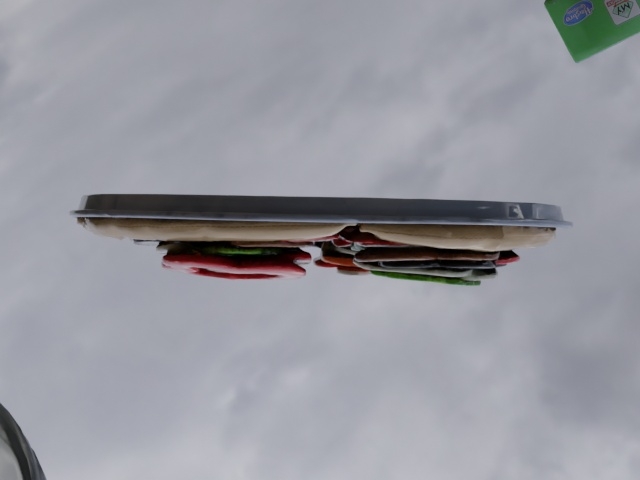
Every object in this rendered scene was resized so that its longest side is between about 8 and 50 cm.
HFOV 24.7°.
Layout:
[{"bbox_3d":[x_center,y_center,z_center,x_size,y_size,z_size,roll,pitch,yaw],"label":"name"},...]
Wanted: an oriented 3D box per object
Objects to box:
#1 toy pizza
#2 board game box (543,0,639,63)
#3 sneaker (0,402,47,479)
[{"bbox_3d":[0.000,0.000,0.589,0.201,0.032,0.201,1,180,0],"label":"toy pizza"},{"bbox_3d":[0.295,-0.219,0.882,0.317,0.046,0.213,-25,-166,22],"label":"board game box"},{"bbox_3d":[-0.204,0.070,0.296,0.297,0.111,0.129,1,-145,1],"label":"sneaker"}]
